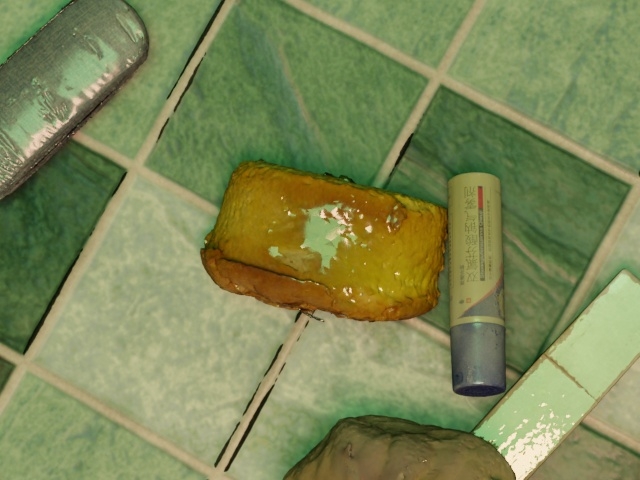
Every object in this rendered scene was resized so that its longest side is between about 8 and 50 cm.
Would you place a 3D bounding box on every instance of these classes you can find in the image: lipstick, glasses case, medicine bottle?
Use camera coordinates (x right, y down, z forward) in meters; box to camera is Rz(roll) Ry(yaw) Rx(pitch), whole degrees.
[{"bbox_3d":[0.218,0.191,1.544,0.080,0.076,0.371,43,90,11],"label":"lipstick"},{"bbox_3d":[-0.309,-0.161,1.646,0.282,0.067,0.109,-44,83,1],"label":"glasses case"},{"bbox_3d":[0.164,0.045,1.552,0.059,0.059,0.231,-2,71,6],"label":"medicine bottle"}]

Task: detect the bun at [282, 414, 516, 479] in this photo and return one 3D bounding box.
[{"bbox_3d":[0.069,0.292,1.408,0.281,0.205,0.282,-1,81,7],"label":"bun"}]

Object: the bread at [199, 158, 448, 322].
[{"bbox_3d":[0.004,0.004,1.556,0.260,0.147,0.160,17,88,8],"label":"bread"}]
